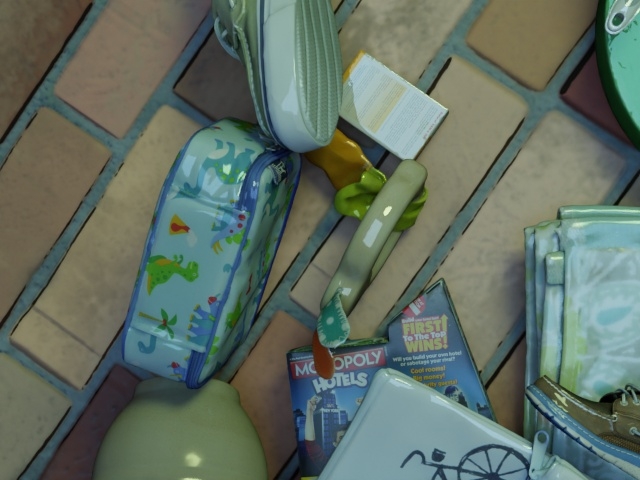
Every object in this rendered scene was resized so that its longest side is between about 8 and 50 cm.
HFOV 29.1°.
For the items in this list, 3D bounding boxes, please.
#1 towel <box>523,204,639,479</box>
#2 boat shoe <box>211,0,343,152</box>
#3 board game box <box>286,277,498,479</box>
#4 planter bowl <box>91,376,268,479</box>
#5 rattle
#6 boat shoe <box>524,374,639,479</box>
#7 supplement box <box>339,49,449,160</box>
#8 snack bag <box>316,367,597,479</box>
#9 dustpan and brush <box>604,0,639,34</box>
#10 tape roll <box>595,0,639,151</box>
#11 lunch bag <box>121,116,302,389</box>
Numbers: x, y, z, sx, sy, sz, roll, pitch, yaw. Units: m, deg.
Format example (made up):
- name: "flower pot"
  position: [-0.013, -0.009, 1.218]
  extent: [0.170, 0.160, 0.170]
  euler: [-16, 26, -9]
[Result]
- name: "towel"
  position: [0.363, 0.133, 1.077]
  extent: [0.375, 0.090, 0.320]
  euler: [2, 95, 6]
- name: "boat shoe"
  position: [-0.045, -0.200, 1.071]
  extent: [0.094, 0.109, 0.302]
  euler: [-16, 58, 18]
- name: "board game box"
  position: [0.072, 0.135, 1.118]
  extent: [0.194, 0.060, 0.194]
  euler: [-6, 90, 6]
- name: "planter bowl"
  position: [-0.124, 0.185, 1.104]
  extent: [0.162, 0.162, 0.109]
  euler: [-2, 65, 6]
- name: "rattle"
  position: [0.000, 0.000, 1.073]
  extent: [0.143, 0.130, 0.199]
  euler: [36, 76, -7]
- name: "boat shoe"
  position: [0.255, 0.155, 1.017]
  extent: [0.183, 0.066, 0.066]
  euler: [32, 92, -7]
- name: "supplement box"
  position: [0.060, -0.120, 1.123]
  extent: [0.098, 0.036, 0.062]
  euler: [36, 95, 4]
- name: "snack bag"
  position: [0.127, 0.300, 1.070]
  extent: [0.343, 0.037, 0.323]
  euler: [30, 115, 1]
- name: "dustpan and brush"
  position: [0.294, -0.254, 1.007]
  extent: [0.147, 0.060, 0.211]
  euler: [35, 94, 4]
- name: "tape roll"
  position: [0.404, -0.186, 1.066]
  extent: [0.321, 0.077, 0.321]
  euler: [0, 92, 7]
- name: "lunch bag"
  position: [-0.089, 0.006, 1.068]
  extent: [0.090, 0.176, 0.219]
  euler: [20, 104, 6]
